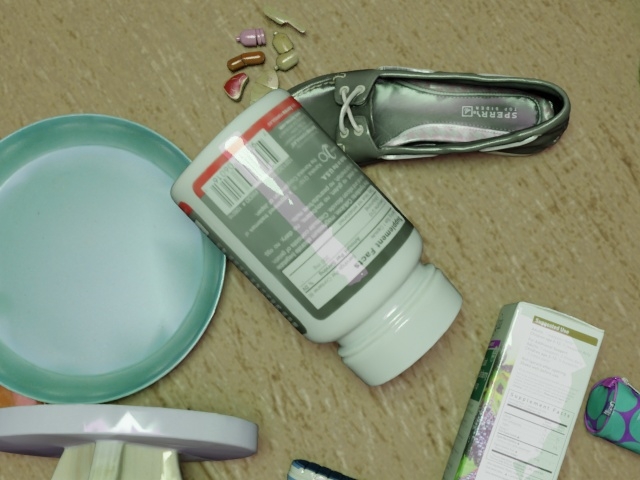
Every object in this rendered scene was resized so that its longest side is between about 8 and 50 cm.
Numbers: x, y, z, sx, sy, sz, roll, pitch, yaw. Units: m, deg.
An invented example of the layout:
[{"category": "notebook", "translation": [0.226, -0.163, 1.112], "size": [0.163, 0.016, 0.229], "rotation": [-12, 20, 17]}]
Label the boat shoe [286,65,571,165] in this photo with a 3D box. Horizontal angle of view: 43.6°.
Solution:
[{"category": "boat shoe", "translation": [0.103, -0.142, 0.870], "size": [0.335, 0.095, 0.112], "rotation": [-1, 83, 1]}]

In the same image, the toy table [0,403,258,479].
[{"category": "toy table", "translation": [-0.200, 0.254, 0.771], "size": [0.274, 0.252, 0.161], "rotation": [-4, 66, 10]}]

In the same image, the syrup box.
[{"category": "syrup box", "translation": [0.202, 0.188, 0.830], "size": [0.096, 0.093, 0.237], "rotation": [19, 84, 3]}]

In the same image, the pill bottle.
[{"category": "pill bottle", "translation": [0.000, 0.000, 0.814], "size": [0.161, 0.161, 0.283], "rotation": [-44, 94, -4]}]

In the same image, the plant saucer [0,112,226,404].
[{"category": "plant saucer", "translation": [-0.260, 0.019, 0.883], "size": [0.317, 0.044, 0.318], "rotation": [0, 82, 1]}]

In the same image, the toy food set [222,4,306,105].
[{"category": "toy food set", "translation": [-0.071, -0.204, 0.919], "size": [0.078, 0.019, 0.122], "rotation": [32, 86, 4]}]

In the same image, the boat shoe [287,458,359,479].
[{"category": "boat shoe", "translation": [0.046, 0.292, 0.839], "size": [0.183, 0.066, 0.066], "rotation": [19, 88, 13]}]

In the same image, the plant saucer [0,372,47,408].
[{"category": "plant saucer", "translation": [-0.340, 0.187, 0.878], "size": [0.083, 0.013, 0.083], "rotation": [0, 84, 1]}]

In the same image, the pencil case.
[{"category": "pencil case", "translation": [0.362, 0.197, 0.841], "size": [0.151, 0.064, 0.070], "rotation": [20, 100, 3]}]
